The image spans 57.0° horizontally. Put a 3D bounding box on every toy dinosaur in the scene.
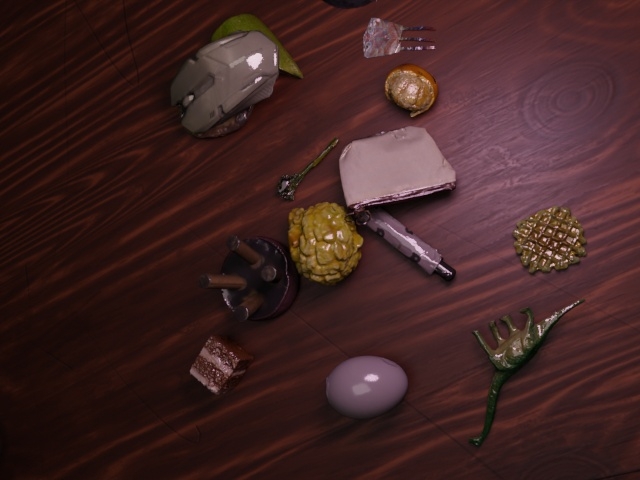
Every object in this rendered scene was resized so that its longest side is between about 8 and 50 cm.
[{"bbox_3d":[0.545,0.349,1.587,0.447,0.087,0.301,-28,77,21],"label":"toy dinosaur"}]

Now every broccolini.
[{"bbox_3d":[-0.038,-0.229,1.853,0.254,0.071,0.057,-43,33,4],"label":"broccolini"}]

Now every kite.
[{"bbox_3d":[0.239,-0.619,1.791,0.229,0.016,0.127,5,91,19],"label":"kite"}]

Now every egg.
[{"bbox_3d":[0.133,0.414,1.670,0.232,0.176,0.176,-15,82,14],"label":"egg"}]

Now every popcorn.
[{"bbox_3d":[0.000,0.000,1.737,0.251,0.206,0.237,27,110,30],"label":"popcorn"}]

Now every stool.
[{"bbox_3d":[-0.218,0.117,1.805,0.272,0.178,0.272,-2,85,20],"label":"stool"}]

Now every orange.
[{"bbox_3d":[0.261,-0.434,1.705,0.156,0.156,0.134,39,140,17],"label":"orange"}]

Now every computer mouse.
[{"bbox_3d":[-0.313,-0.492,1.816,0.429,0.145,0.228,-25,92,29],"label":"computer mouse"}]

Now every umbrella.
[{"bbox_3d":[0.249,0.005,1.718,0.337,0.067,0.073,39,110,15],"label":"umbrella"}]

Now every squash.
[{"bbox_3d":[-0.220,-0.584,1.893,0.203,0.111,0.288,-37,78,14],"label":"squash"}]

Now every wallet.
[{"bbox_3d":[0.203,-0.203,1.692,0.335,0.068,0.275,-14,63,0],"label":"wallet"}]

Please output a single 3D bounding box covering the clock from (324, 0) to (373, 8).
[{"bbox_3d":[0.098,-0.881,1.831,0.312,0.061,0.312,-1,86,19],"label":"clock"}]

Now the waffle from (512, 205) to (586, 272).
[{"bbox_3d":[0.624,0.000,1.610,0.183,0.036,0.169,-22,81,16],"label":"waffle"}]

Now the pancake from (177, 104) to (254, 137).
[{"bbox_3d":[-0.344,-0.476,1.957,0.294,0.049,0.294,-1,87,22],"label":"pancake"}]

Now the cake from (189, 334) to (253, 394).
[{"bbox_3d":[-0.313,0.389,1.843,0.135,0.134,0.147,37,91,19],"label":"cake"}]
